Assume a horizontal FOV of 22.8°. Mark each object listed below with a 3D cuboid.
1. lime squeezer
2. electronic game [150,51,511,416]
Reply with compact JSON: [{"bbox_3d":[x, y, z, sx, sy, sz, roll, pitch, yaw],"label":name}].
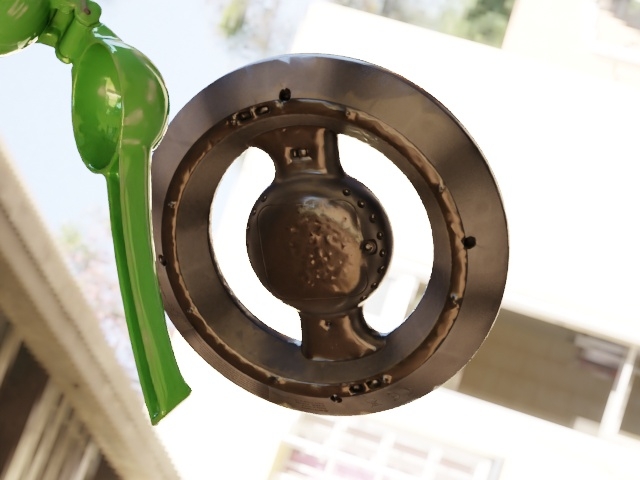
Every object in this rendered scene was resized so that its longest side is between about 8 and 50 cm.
[{"bbox_3d":[-0.134,-0.068,0.653,0.110,0.310,0.059,-40,-6,-25],"label":"lime squeezer"},{"bbox_3d":[0.000,0.000,0.951,0.048,0.229,0.229,-52,-24,-65],"label":"electronic game"}]
